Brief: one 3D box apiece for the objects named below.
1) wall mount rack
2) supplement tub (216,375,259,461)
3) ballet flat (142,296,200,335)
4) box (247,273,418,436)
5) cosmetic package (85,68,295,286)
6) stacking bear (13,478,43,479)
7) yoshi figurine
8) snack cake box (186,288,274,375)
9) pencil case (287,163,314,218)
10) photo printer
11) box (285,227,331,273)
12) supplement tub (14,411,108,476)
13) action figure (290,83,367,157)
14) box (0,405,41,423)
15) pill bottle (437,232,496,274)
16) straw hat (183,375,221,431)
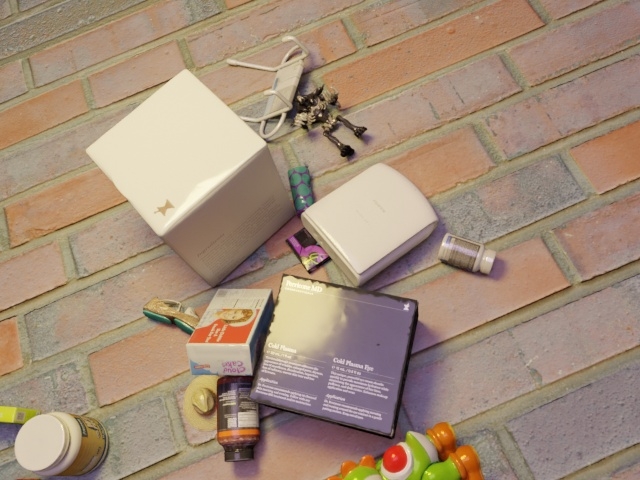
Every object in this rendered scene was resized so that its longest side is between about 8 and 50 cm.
[{"bbox_3d":[-0.185,-0.483,1.770,0.304,0.130,0.350,-6,61,44],"label":"wall mount rack"},{"bbox_3d":[-0.202,0.435,1.399,0.106,0.106,0.198,-7,68,6],"label":"supplement tub"},{"bbox_3d":[-0.383,0.202,1.545,0.206,0.073,0.067,21,58,13],"label":"ballet flat"},{"bbox_3d":[0.043,0.280,1.385,0.343,0.179,0.313,11,72,13],"label":"box"},{"bbox_3d":[-0.315,-0.144,1.497,0.327,0.394,0.329,-42,69,-9],"label":"cosmetic package"},{"bbox_3d":[-0.664,0.679,1.351,0.289,0.175,0.164,31,68,29],"label":"stacking bear"},{"bbox_3d":[0.162,0.551,1.235,0.362,0.204,0.203,-16,64,-16],"label":"yoshi figurine"},{"bbox_3d":[-0.213,0.219,1.416,0.152,0.089,0.264,0,24,8],"label":"snack cake box"},{"bbox_3d":[-0.050,-0.139,1.633,0.070,0.064,0.152,7,62,-36],"label":"pencil case"},{"bbox_3d":[0.142,-0.056,1.528,0.307,0.107,0.256,-33,68,-16],"label":"photo printer"},{"bbox_3d":[0.000,0.000,1.588,0.162,0.029,0.116,-35,68,-8],"label":"box"},{"bbox_3d":[-0.624,0.495,1.388,0.144,0.200,0.145,-3,68,7],"label":"supplement tub"},{"bbox_3d":[0.004,-0.373,1.682,0.275,0.141,0.164,41,90,19],"label":"action figure"},{"bbox_3d":[-0.844,0.452,1.489,0.178,0.109,0.043,2,70,10],"label":"box"},{"bbox_3d":[0.382,0.036,1.487,0.137,0.078,0.078,20,72,16],"label":"pill bottle"},{"bbox_3d":[-0.296,0.407,1.449,0.144,0.061,0.145,-3,67,7],"label":"straw hat"}]
